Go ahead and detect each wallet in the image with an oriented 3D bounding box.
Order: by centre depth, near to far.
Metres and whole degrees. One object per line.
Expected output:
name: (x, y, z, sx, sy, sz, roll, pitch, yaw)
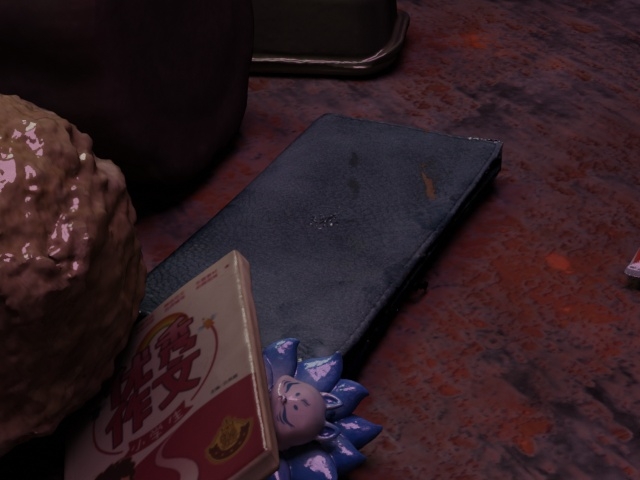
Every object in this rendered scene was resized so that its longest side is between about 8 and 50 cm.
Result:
wallet: (0.000, 0.000, 1.296, 0.191, 0.046, 0.379, 12, 32, 22)

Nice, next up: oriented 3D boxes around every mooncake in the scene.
mooncake: (-0.175, -0.199, 1.413, 0.154, 0.306, 0.306, 4, 30, 27)

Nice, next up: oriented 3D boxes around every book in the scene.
book: (-0.102, 0.114, 1.049, 0.162, 0.022, 0.232, -36, 29, 13)

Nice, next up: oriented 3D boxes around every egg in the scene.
egg: (-0.263, 0.022, 1.075, 0.310, 0.279, 0.279, -17, 33, -30)

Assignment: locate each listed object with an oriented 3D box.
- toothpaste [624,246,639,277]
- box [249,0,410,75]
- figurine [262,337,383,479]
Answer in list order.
toothpaste: (0.319, -0.029, 1.322, 0.089, 0.057, 0.234, 12, 41, 21)
box: (-0.051, -0.269, 1.632, 0.274, 0.178, 0.138, 1, 31, 8)
figurine: (-0.010, 0.118, 1.061, 0.114, 0.079, 0.114, 4, 55, -6)
